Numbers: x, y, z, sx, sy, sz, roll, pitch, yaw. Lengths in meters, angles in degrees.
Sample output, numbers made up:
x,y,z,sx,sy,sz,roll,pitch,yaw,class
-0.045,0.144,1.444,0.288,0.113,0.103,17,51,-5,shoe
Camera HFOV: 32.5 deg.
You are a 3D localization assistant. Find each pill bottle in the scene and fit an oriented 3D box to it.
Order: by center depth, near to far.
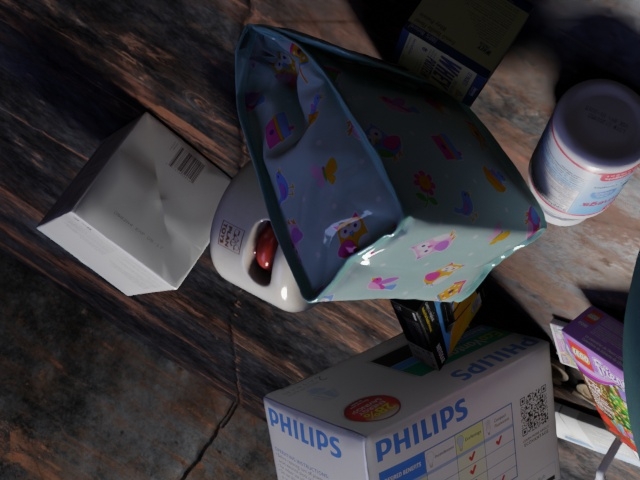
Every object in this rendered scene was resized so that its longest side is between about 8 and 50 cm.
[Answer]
x,y,z,sx,sy,sz,roll,pitch,yaw,class
0.237,-0.072,0.994,0.087,0.087,0.160,30,162,10,pill bottle

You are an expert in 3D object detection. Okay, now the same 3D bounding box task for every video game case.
x,y,z,sx,sy,sz,roll,pitch,yaw,class
0.362,0.149,1.434,0.122,0.011,0.087,17,146,37,video game case

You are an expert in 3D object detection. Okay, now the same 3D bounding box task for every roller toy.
x,y,z,sx,sy,sz,roll,pitch,yaw,class
-0.047,-0.017,1.438,0.146,0.191,0.209,26,160,25,roller toy

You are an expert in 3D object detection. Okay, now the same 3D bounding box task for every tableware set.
x,y,z,sx,sy,sz,roll,pitch,yaw,class
0.374,0.197,1.542,0.141,0.020,0.168,34,162,-2,tableware set

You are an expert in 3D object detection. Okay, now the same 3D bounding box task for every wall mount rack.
x,y,z,sx,sy,sz,roll,pitch,yaw,class
0.414,0.368,1.732,0.350,0.130,0.304,17,155,43,wall mount rack

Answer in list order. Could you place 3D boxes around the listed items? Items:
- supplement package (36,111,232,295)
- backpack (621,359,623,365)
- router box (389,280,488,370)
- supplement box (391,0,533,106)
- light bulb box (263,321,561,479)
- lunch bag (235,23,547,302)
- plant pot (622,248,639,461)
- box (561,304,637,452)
x,y,z,sx,sy,sz,roll,pitch,yaw,class
-0.293,-0.050,1.755,0.199,0.198,0.263,39,161,-17,supplement package
0.391,0.103,1.149,0.114,0.105,0.084,24,151,-4,backpack
0.156,0.072,1.414,0.046,0.133,0.179,25,160,27,router box
0.119,-0.176,0.934,0.083,0.083,0.056,32,161,4,supplement box
0.143,0.340,1.550,0.225,0.358,0.361,12,116,50,light bulb box
0.051,-0.084,1.006,0.223,0.160,0.262,5,-128,-46,lunch bag
0.365,0.061,0.893,0.290,0.290,0.195,122,127,-72,plant pot
0.418,0.215,1.276,0.293,0.057,0.201,38,162,56,box
